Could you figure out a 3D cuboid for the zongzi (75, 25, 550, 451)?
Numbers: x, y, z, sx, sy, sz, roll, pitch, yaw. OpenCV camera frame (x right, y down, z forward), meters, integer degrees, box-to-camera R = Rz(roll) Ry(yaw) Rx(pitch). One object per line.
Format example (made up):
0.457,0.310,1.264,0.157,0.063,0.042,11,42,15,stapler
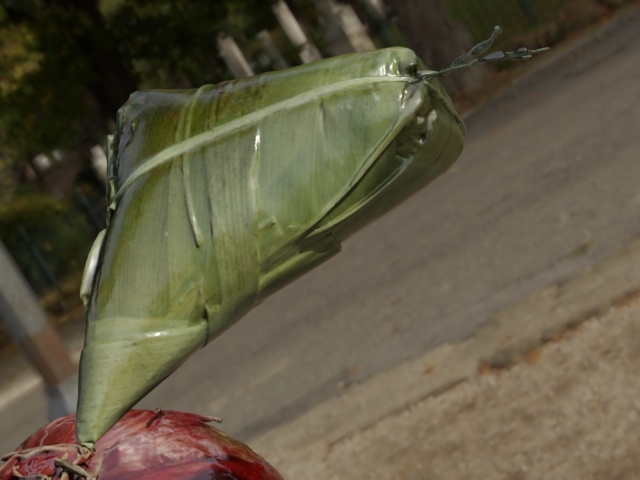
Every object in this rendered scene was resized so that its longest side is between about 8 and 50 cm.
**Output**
0.000,0.000,0.421,0.154,0.062,0.130,-9,51,21,zongzi

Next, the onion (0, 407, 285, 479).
-0.104,0.206,0.623,0.221,0.281,0.281,0,19,21,onion
